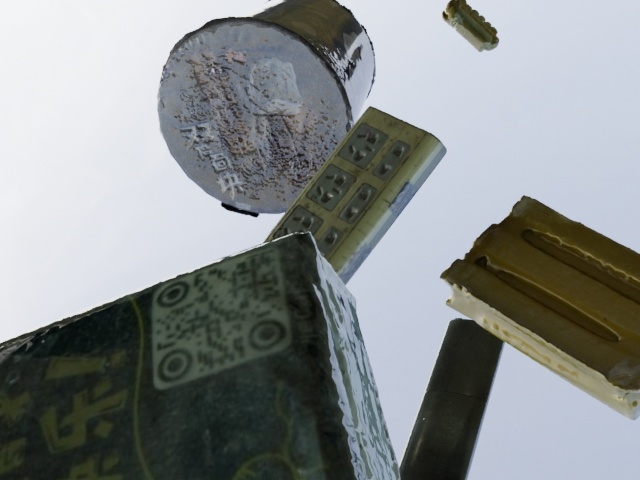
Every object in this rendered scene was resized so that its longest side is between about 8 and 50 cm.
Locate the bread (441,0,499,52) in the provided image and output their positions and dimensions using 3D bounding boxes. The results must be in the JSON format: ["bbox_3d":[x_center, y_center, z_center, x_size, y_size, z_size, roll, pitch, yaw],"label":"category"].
[{"bbox_3d":[0.200,-0.285,1.213,0.088,0.034,0.049,39,-131,-7],"label":"bread"}]

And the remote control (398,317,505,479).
[{"bbox_3d":[0.207,0.269,1.438,0.107,0.044,0.377,10,-137,18],"label":"remote control"}]

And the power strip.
[{"bbox_3d":[0.000,0.000,0.781,0.268,0.034,0.092,-52,-133,-4],"label":"power strip"}]

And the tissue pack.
[{"bbox_3d":[-0.097,0.118,0.355,0.257,0.081,0.185,-21,-132,9],"label":"tissue pack"}]

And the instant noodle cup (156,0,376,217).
[{"bbox_3d":[-0.043,-0.166,1.008,0.218,0.217,0.207,9,-149,13],"label":"instant noodle cup"}]

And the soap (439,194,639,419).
[{"bbox_3d":[0.343,0.083,1.232,0.315,0.091,0.199,32,-115,33],"label":"soap"}]
